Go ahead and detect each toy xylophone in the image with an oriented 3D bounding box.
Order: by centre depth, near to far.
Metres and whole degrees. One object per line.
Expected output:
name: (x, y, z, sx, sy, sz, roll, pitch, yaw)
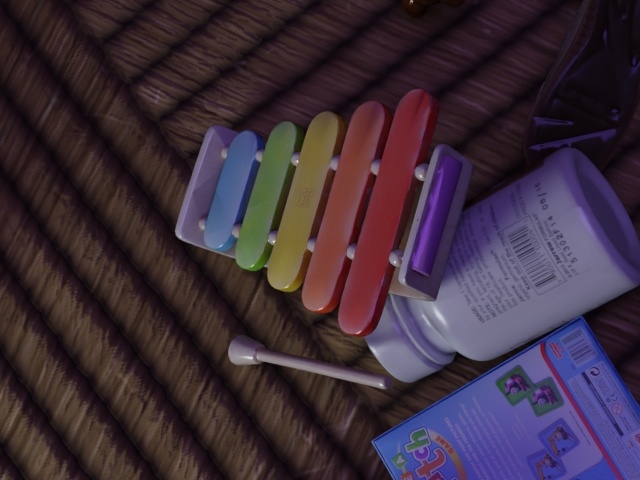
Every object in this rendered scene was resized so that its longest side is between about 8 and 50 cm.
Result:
toy xylophone: (0.000, 0.000, 1.079, 0.323, 0.081, 0.236, -2, 72, 46)

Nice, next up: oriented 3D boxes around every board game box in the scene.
board game box: (0.174, 0.187, 1.071, 0.211, 0.039, 0.160, -31, 75, 4)

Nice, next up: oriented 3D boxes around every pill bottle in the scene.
pill bottle: (0.148, 0.029, 1.079, 0.229, 0.131, 0.131, -31, 80, 24)

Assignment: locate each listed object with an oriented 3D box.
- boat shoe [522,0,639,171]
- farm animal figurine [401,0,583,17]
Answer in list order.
boat shoe: (0.273, -0.189, 1.105, 0.109, 0.098, 0.302, 29, 105, -2)
farm animal figurine: (0.178, -0.363, 1.135, 0.330, 0.172, 0.327, -19, 81, 2)
